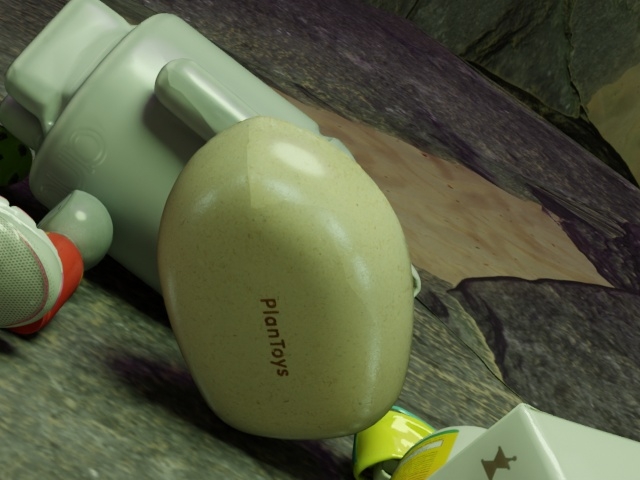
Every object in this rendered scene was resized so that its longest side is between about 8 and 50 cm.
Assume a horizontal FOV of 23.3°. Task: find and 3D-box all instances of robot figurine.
[{"bbox_3d":[-0.106,-0.054,1.338,0.353,0.200,0.300,37,-20,0],"label":"robot figurine"}]

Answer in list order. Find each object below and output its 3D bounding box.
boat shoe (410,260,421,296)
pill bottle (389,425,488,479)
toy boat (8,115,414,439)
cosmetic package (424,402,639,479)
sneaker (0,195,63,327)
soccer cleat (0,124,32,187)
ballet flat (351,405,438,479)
[{"bbox_3d":[0.000,0.000,1.570,0.277,0.098,0.096,17,19,-40],"label":"boat shoe"},{"bbox_3d":[0.087,0.210,1.051,0.117,0.117,0.208,31,16,5],"label":"pill bottle"},{"bbox_3d":[-0.085,0.019,1.176,0.318,0.267,0.148,3,31,12],"label":"toy boat"},{"bbox_3d":[0.199,0.234,0.855,0.365,0.155,0.197,21,37,-44],"label":"cosmetic package"},{"bbox_3d":[-0.296,0.015,1.052,0.252,0.103,0.111,16,25,-22],"label":"sneaker"},{"bbox_3d":[-0.332,-0.086,1.351,0.179,0.060,0.072,10,12,-47],"label":"soccer cleat"},{"bbox_3d":[0.126,0.211,1.222,0.231,0.077,0.077,27,37,1],"label":"ballet flat"}]
